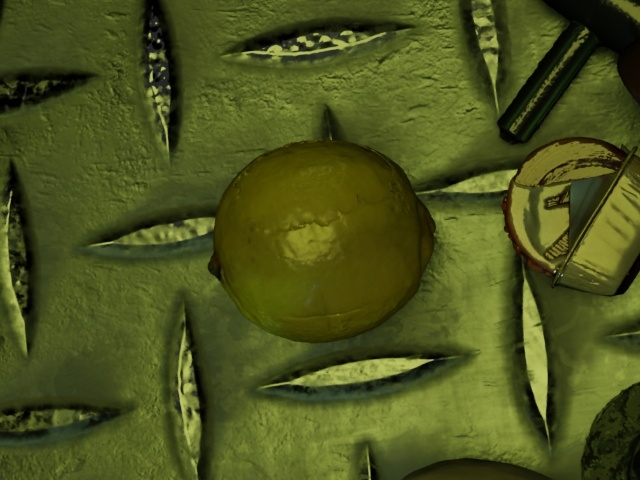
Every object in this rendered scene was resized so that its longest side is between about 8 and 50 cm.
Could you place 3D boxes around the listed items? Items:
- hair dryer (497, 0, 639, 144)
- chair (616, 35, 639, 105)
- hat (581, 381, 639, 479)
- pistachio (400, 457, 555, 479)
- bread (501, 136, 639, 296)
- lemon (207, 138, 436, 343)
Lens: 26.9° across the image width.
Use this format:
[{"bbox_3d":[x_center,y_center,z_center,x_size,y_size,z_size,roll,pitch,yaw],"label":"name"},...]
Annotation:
[{"bbox_3d":[0.314,-0.292,1.899,0.244,0.116,0.302,38,99,13],"label":"hair dryer"},{"bbox_3d":[0.591,-0.273,1.781,0.401,0.226,0.226,-39,80,3],"label":"chair"},{"bbox_3d":[0.485,0.304,1.795,0.265,0.128,0.265,-1,84,6],"label":"hat"},{"bbox_3d":[0.269,0.469,1.729,0.445,0.365,0.281,30,134,8],"label":"pistachio"},{"bbox_3d":[0.361,-0.040,1.840,0.212,0.142,0.224,31,91,8],"label":"bread"},{"bbox_3d":[0.000,-0.001,1.828,0.297,0.297,0.297,-1,84,9],"label":"lemon"}]
